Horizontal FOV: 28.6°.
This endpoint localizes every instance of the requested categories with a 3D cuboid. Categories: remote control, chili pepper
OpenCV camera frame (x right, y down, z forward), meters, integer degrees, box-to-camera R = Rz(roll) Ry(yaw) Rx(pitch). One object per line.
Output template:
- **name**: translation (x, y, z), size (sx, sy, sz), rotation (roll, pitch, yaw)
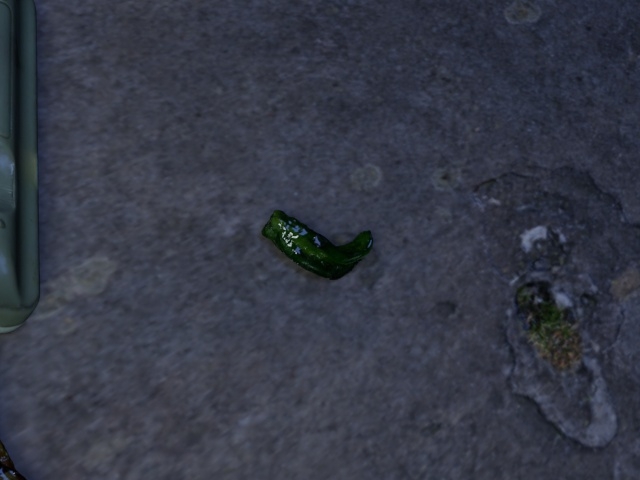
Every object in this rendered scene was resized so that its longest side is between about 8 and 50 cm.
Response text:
- **remote control**: translation (-0.275, -0.089, 0.956), size (0.128, 0.065, 0.335), rotation (16, 48, -33)
- **chili pepper**: translation (0.003, 0.007, 1.139), size (0.117, 0.035, 0.056), rotation (10, 68, -30)

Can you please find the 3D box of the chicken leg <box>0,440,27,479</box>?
- **chicken leg**: translation (-0.251, 0.112, 0.812), size (0.093, 0.070, 0.178), rotation (-40, 89, -14)
